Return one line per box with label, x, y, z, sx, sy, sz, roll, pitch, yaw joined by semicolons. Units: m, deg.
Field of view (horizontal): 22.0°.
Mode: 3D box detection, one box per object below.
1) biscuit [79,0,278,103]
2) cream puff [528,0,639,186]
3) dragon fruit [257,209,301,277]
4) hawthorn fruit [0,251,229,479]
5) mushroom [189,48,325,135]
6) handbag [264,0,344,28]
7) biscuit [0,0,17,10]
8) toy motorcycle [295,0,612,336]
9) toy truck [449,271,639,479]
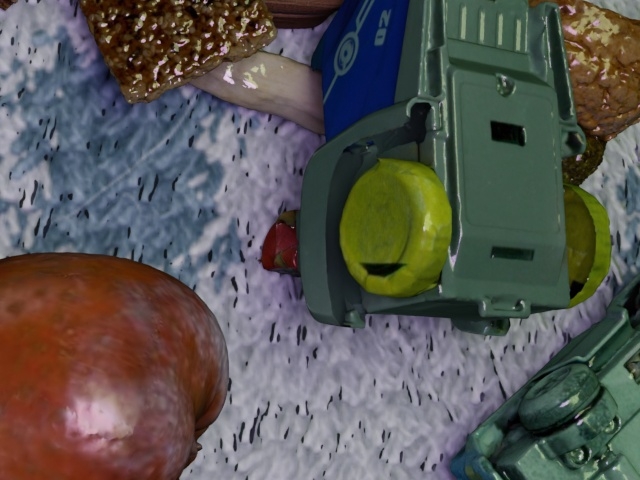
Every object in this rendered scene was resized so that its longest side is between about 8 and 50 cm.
biscuit;-0.132;-0.223;1.230;0.131;0.025;0.230;-26;77;-1
cream puff;0.184;-0.110;1.333;0.183;0.183;0.169;14;96;-20
dragon fruit;0.000;0.000;1.274;0.083;0.056;0.060;11;77;-19
hawthorn fruit;-0.185;0.127;1.088;0.263;0.231;0.235;-14;56;9
mushroom;-0.049;-0.129;1.284;0.202;0.054;0.059;23;70;-22
handbag;-0.034;-0.265;1.305;0.151;0.072;0.193;8;75;-22
biscuit;-0.294;-0.247;1.209;0.199;0.034;0.064;33;70;-14
toy motorcycle;0.078;-0.093;1.221;0.191;0.200;0.326;6;75;-38
toy truck;0.242;0.133;1.296;0.279;0.156;0.155;-40;97;-25
